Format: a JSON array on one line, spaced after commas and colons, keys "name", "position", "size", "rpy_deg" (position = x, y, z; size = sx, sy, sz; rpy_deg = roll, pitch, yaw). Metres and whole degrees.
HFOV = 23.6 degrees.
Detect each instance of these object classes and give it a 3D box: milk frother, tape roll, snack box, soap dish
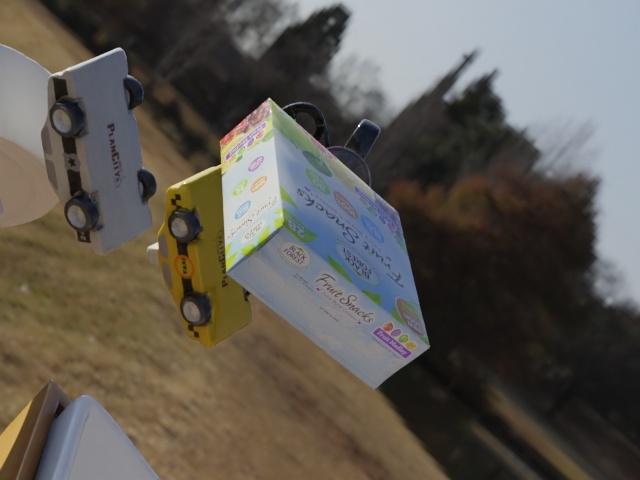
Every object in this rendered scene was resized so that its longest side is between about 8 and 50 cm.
[{"name": "milk frother", "position": [-0.002, -0.104, 1.921], "size": [0.143, 0.129, 0.135], "rpy_deg": [14, 3, 0]}, {"name": "tape roll", "position": [-0.401, -0.111, 1.588], "size": [0.286, 0.100, 0.286], "rpy_deg": [4, -25, 2]}, {"name": "snack box", "position": [0.000, 0.000, 1.281], "size": [0.174, 0.070, 0.207], "rpy_deg": [40, 23, -27]}, {"name": "soap dish", "position": [-0.195, 0.299, 1.321], "size": [0.290, 0.118, 0.229], "rpy_deg": [57, 21, -27]}]

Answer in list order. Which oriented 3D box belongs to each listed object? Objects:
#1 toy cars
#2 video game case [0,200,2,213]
[{"name": "toy cars", "position": [-0.180, -0.038, 1.551], "size": [0.087, 0.176, 0.393], "rpy_deg": [7, -25, 34]}, {"name": "video game case", "position": [-0.367, -0.082, 1.260], "size": [0.022, 0.190, 0.173], "rpy_deg": [-3, -77, 50]}]
